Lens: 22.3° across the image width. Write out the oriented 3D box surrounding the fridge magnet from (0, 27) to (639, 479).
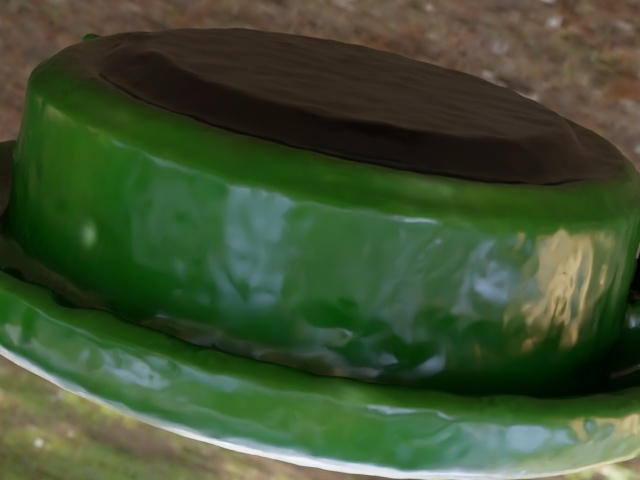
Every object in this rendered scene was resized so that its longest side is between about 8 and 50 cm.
[{"bbox_3d":[0.000,0.000,0.414,0.208,0.088,0.208,10,-164,-3],"label":"fridge magnet"}]
